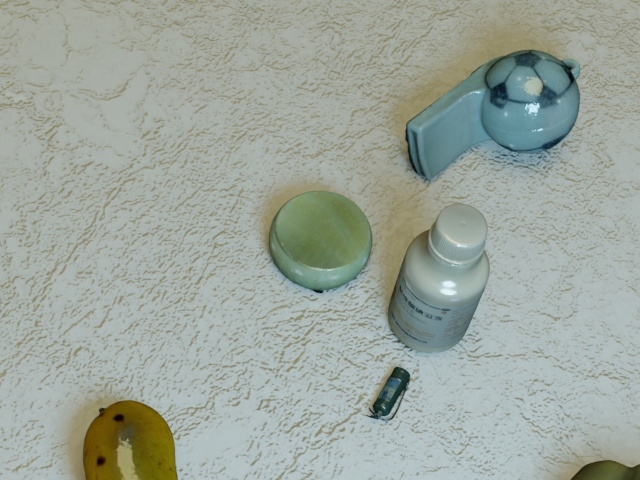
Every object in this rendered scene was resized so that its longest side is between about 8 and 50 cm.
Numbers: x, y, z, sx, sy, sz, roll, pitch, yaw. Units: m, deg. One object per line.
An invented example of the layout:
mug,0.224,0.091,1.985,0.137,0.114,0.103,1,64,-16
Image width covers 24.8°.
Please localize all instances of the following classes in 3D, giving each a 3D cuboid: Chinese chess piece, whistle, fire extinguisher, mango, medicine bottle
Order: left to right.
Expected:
mango,-0.232,0.283,1.795,0.115,0.090,0.178,-5,68,-19
Chinese chess piece,0.000,0.000,2.012,0.144,0.058,0.144,4,57,-6
fire extinguisher,0.092,0.208,1.918,0.038,0.025,0.083,40,59,-10
medicine bottle,0.160,0.045,1.891,0.114,0.252,0.114,4,58,-6
whistle,0.276,-0.182,2.104,0.289,0.163,0.163,-38,71,-25

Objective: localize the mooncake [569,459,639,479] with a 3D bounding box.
mooncake,0.405,0.366,1.757,0.234,0.235,0.117,34,58,13
